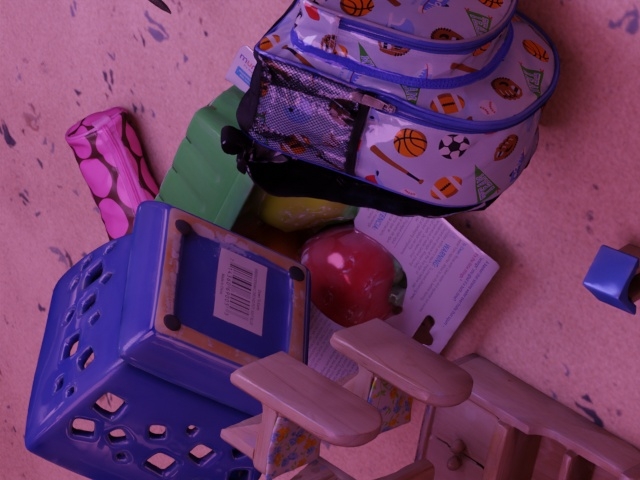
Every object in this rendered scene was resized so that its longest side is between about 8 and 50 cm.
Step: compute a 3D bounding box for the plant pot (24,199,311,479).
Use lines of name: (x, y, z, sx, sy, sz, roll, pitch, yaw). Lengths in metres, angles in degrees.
plant pot: (-0.136, 0.111, 1.977, 0.236, 0.236, 0.212, 25, 133, -21)

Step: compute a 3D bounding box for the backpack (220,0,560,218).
backpack: (0.086, -0.157, 1.816, 0.263, 0.276, 0.213, 26, 136, 6)

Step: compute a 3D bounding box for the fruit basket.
fruit basket: (0.000, 0.000, 2.110, 0.353, 0.165, 0.327, 36, 138, 7)

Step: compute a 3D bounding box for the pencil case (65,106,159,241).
pencil case: (-0.229, -0.055, 2.350, 0.098, 0.095, 0.209, -140, 25, -82)

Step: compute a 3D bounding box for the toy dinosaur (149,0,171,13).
toy dinosaur: (-0.229, -0.381, 2.163, 0.313, 0.121, 0.160, 54, 153, 4)

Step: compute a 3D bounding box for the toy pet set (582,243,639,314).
toy pet set: (0.307, 0.039, 1.822, 0.114, 0.065, 0.122, 24, 128, 38)

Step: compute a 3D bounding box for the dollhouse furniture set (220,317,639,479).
dollhouse furniture set: (0.108, 0.283, 1.908, 0.256, 0.394, 0.362, 29, 122, 34)
